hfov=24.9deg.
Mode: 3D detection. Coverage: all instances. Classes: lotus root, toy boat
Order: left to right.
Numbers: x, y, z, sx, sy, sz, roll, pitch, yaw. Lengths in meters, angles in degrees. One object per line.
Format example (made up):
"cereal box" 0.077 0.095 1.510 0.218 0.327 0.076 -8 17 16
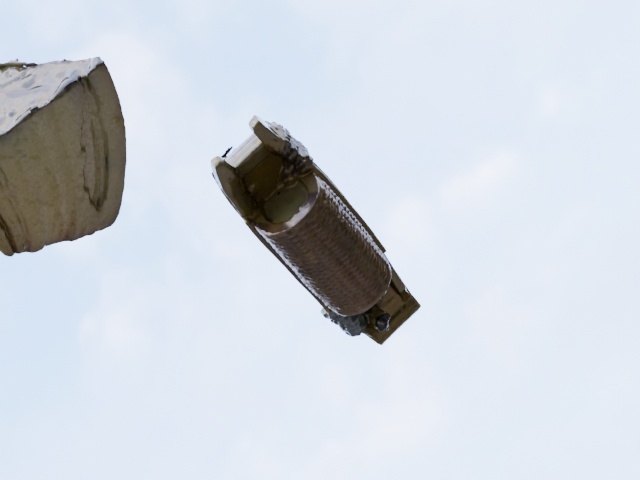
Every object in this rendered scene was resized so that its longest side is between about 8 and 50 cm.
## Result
"lotus root" -0.220 -0.061 1.040 0.159 0.095 0.135 -20 -50 -13
"toy boat" 0.000 0.000 1.365 0.089 0.115 0.310 -40 -54 -1
